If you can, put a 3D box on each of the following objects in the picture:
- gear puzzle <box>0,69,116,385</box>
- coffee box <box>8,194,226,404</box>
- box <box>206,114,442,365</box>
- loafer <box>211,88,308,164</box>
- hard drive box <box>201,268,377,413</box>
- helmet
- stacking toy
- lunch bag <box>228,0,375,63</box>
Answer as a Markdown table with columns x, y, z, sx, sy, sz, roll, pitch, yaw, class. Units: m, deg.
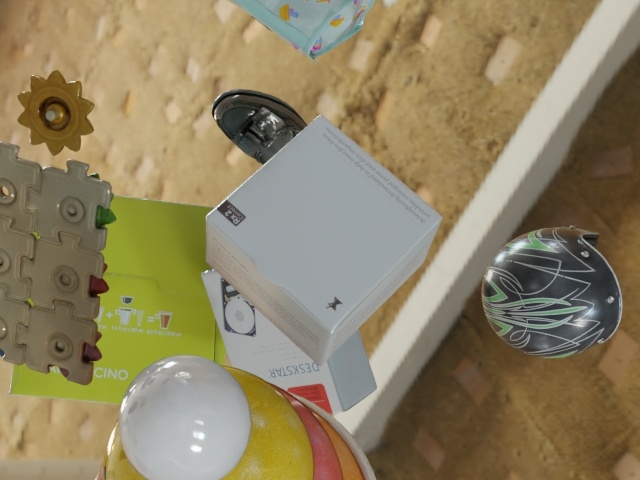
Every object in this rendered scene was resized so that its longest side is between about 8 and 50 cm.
| x | y | z | sx | sy | sz | roll | pitch | yaw | class |
| --- | --- | --- | --- | --- | --- | --- | --- | --- | --- |
| -0.297 | -0.019 | 1.216 | 0.175 | 0.044 | 0.339 | 15 | -68 | 11 | gear puzzle |
| -0.326 | 0.098 | 1.951 | 0.334 | 0.337 | 0.338 | 174 | -78 | -82 | coffee box |
| 0.000 | 0.000 | 1.225 | 0.181 | 0.182 | 0.119 | 42 | -21 | 12 | box |
| -0.053 | -0.147 | 1.782 | 0.096 | 0.267 | 0.084 | -43 | -135 | 21 | loafer |
| -0.044 | 0.128 | 1.619 | 0.181 | 0.089 | 0.232 | -14 | -83 | 37 | hard drive box |
| 0.277 | 0.063 | 1.371 | 0.169 | 0.161 | 0.170 | 5 | -73 | 18 | helmet |
| -0.109 | 0.232 | 1.161 | 0.480 | 0.350 | 0.351 | 86 | -13 | -59 | stacking toy |
| -0.043 | -0.428 | 1.966 | 0.223 | 0.262 | 0.160 | 38 | -46 | 6 | lunch bag |
